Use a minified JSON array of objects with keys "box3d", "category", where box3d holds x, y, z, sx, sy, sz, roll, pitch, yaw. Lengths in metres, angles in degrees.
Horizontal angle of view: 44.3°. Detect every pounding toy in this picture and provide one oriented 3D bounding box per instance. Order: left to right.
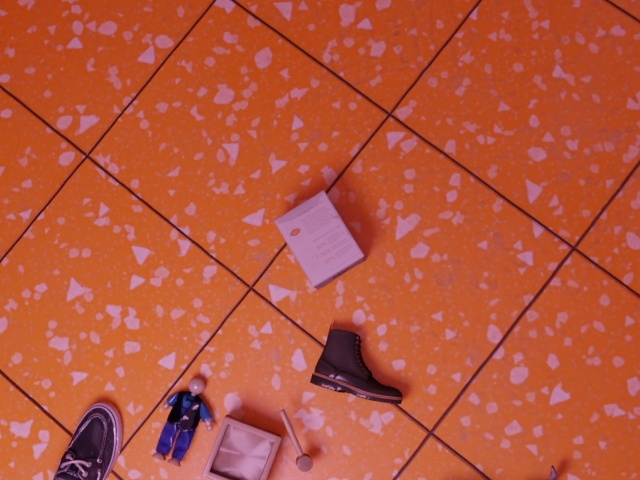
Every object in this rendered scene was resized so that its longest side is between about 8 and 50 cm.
[{"box3d":[-0.117,0.437,1.650,0.206,0.094,0.181,21,79,-1],"category":"pounding toy"}]

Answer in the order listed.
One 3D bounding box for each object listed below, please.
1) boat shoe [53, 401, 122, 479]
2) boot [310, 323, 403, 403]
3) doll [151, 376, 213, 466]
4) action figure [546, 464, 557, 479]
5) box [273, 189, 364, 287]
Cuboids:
[{"box3d":[-0.514,0.493,1.670,0.108,0.102,0.301,20,84,8],"category":"boat shoe"},{"box3d":[0.090,0.263,1.663,0.198,0.077,0.137,15,78,7],"category":"boot"},{"box3d":[-0.291,0.387,1.693,0.129,0.046,0.188,15,77,17],"category":"doll"},{"box3d":[0.361,0.636,1.531,0.330,0.178,0.341,-23,55,7],"category":"action figure"},{"box3d":[0.000,0.000,1.698,0.130,0.091,0.170,-31,80,1],"category":"box"}]
